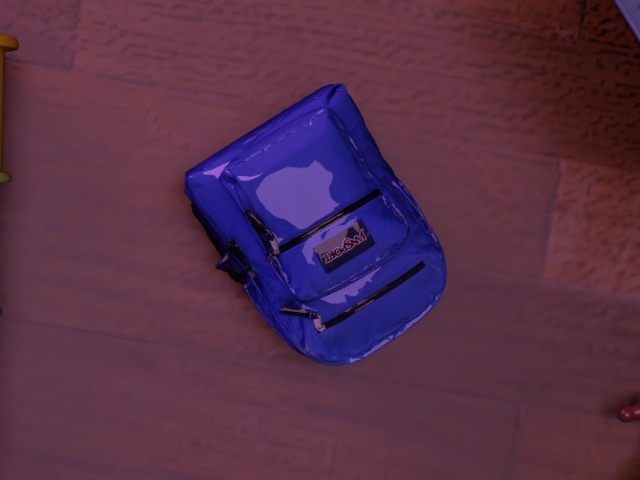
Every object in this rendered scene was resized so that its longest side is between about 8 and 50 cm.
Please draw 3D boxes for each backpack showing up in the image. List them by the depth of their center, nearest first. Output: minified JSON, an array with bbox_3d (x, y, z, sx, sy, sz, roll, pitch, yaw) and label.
[{"bbox_3d":[0.000,0.000,0.928,0.098,0.101,0.120,-31,96,0],"label":"backpack"}]

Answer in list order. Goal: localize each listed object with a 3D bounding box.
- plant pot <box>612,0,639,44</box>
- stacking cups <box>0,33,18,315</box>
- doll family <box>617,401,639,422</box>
[{"bbox_3d":[0.254,-0.148,0.900,0.252,0.247,0.248,-31,93,11],"label":"plant pot"},{"bbox_3d":[-0.183,0.062,0.912,0.096,0.096,0.316,-2,92,-7],"label":"stacking cups"},{"bbox_3d":[0.238,0.125,0.962,0.193,0.076,0.111,26,76,-8],"label":"doll family"}]
